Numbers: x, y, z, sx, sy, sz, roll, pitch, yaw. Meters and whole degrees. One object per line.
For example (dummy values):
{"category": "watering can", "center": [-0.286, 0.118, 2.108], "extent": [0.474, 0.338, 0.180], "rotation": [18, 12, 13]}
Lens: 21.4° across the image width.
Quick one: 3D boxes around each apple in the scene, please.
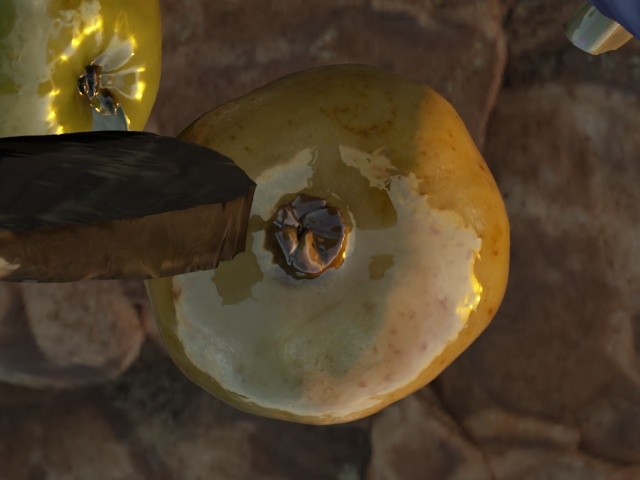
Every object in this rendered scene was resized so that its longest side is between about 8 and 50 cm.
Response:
{"category": "apple", "center": [-0.264, -0.149, 1.310], "extent": [0.254, 0.292, 0.292], "rotation": [18, 136, 25]}

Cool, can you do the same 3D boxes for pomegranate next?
{"category": "pomegranate", "center": [0.000, 0.000, 0.819], "extent": [0.196, 0.196, 0.196], "rotation": [1, 131, 1]}

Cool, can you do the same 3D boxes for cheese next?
{"category": "cheese", "center": [0.262, -0.216, 1.262], "extent": [0.037, 0.097, 0.192], "rotation": [48, 119, 12]}

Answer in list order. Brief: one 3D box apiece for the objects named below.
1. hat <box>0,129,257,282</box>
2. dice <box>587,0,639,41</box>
{"category": "hat", "center": [-0.203, -0.027, 0.445], "extent": [0.366, 0.381, 0.257], "rotation": [-19, 107, 21]}
{"category": "dice", "center": [0.122, -0.210, 0.310], "extent": [0.270, 0.270, 0.271], "rotation": [-27, 125, 0]}
